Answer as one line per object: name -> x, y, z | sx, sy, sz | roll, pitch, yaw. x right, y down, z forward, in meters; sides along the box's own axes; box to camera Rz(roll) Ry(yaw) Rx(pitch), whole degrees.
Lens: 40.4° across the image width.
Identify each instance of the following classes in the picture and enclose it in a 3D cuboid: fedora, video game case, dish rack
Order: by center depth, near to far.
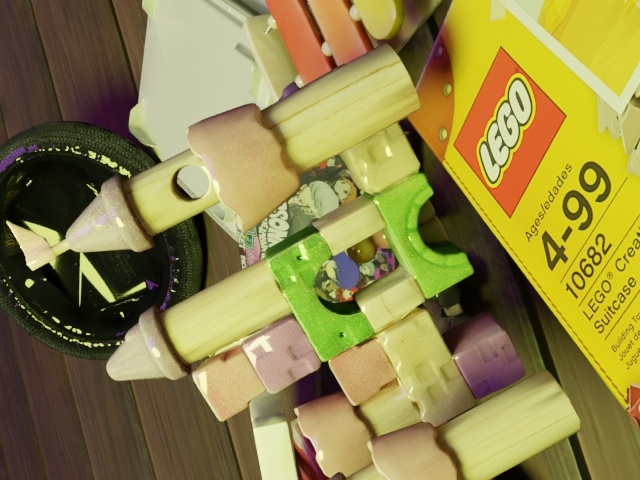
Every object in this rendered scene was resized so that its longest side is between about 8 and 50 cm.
video game case -> 0.000, 0.000, 0.864 | 0.210, 0.042, 0.232 | 12, 114, 39
dish rack -> -0.132, -0.167, 1.024 | 0.333, 0.072, 0.286 | 41, 129, 38
fedora -> -0.304, -0.010, 1.189 | 0.152, 0.334, 0.334 | -81, -4, -70

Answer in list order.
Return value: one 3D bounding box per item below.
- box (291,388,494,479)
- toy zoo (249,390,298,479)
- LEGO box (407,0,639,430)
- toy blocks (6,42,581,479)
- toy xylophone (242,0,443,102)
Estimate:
box -> 0.089, 0.252, 0.760 | 0.257, 0.122, 0.128 | 51, 157, 33
toy zoo -> -0.042, 0.195, 0.806 | 0.293, 0.030, 0.192 | -111, 12, -66
LEGO box -> 0.273, -0.147, 0.327 | 0.372, 0.193, 0.500 | 61, 141, 41
toy blocks -> -0.028, 0.045, 0.617 | 0.289, 0.260, 0.309 | 61, 180, -12
toy xylophone -> 0.031, -0.264, 0.769 | 0.236, 0.081, 0.323 | 61, 140, 24
